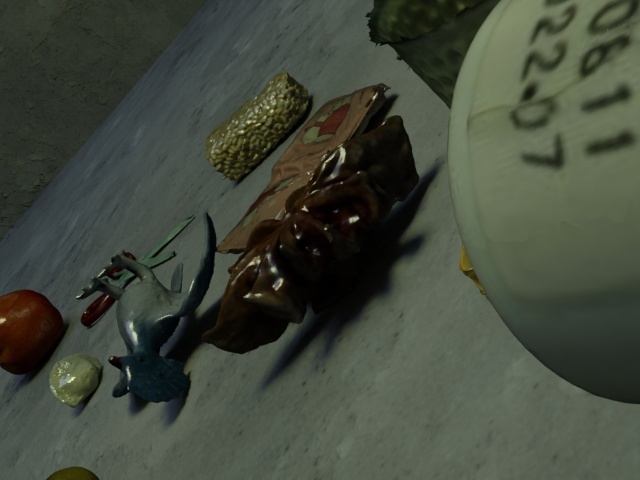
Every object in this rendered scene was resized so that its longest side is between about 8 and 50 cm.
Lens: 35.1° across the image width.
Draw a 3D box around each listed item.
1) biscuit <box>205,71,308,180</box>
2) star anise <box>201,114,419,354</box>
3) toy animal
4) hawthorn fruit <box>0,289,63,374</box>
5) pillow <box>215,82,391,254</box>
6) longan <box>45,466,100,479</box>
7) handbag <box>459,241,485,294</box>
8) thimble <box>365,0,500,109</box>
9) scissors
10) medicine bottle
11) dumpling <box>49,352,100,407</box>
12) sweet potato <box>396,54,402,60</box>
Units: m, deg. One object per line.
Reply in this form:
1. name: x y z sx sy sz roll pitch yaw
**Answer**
1. biscuit: -0.086 -0.156 1.384 0.168 0.070 0.082 -39 32 26
2. star anise: -0.005 0.004 0.900 0.220 0.099 0.214 -41 8 39
3. toy animal: -0.187 0.094 1.132 0.239 0.176 0.255 -51 -8 25
4. hawthorn fruit: -0.490 0.143 1.654 0.138 0.133 0.133 -50 17 -27
5. pillow: -0.013 -0.076 1.116 0.248 0.049 0.135 -56 19 -23
6. longan: -0.250 0.270 1.015 0.075 0.075 0.083 -175 80 -66
7. handbag: 0.136 -0.004 0.697 0.083 0.027 0.061 -34 22 28
8. thimble: 0.178 -0.187 0.722 0.271 0.150 0.271 -40 20 18
9. scissors: -0.276 0.038 1.531 0.247 0.017 0.144 -32 28 41
10. medicine bottle: 0.228 -0.054 0.317 0.371 0.211 0.211 -17 39 58
11. dumpling: -0.321 0.178 1.323 0.076 0.057 0.052 -59 21 -20
12. sweet potato: 0.137 -0.239 1.088 0.041 0.038 0.153 -37 6 -38
